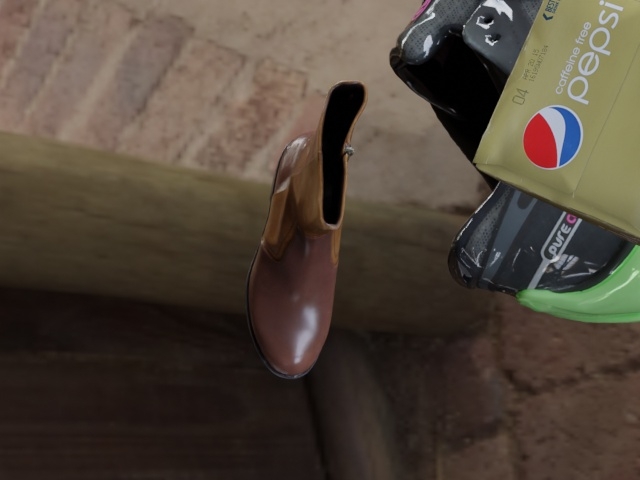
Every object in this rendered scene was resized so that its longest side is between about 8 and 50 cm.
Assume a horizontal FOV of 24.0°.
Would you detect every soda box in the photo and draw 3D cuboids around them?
[{"bbox_3d":[0.120,-0.022,0.460,0.058,0.181,0.061,26,95,33],"label":"soda box"}]

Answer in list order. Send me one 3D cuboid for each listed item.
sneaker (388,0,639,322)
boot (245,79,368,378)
[{"bbox_3d":[0.146,-0.176,1.033,0.185,0.202,0.483,82,-174,-61],"label":"sneaker"},{"bbox_3d":[0.000,0.000,1.497,0.280,0.096,0.264,144,140,-77],"label":"boot"}]
